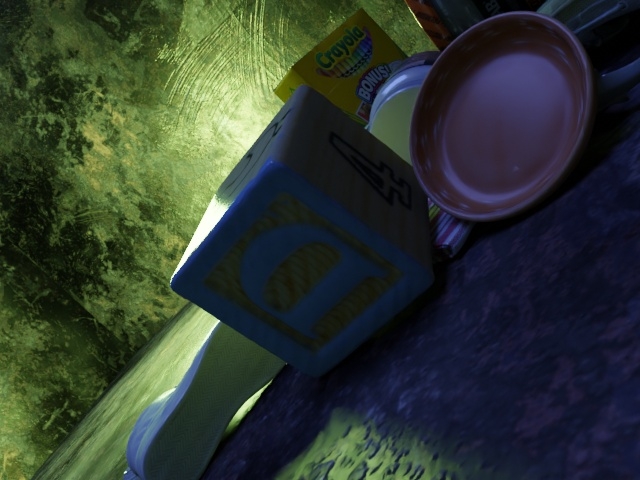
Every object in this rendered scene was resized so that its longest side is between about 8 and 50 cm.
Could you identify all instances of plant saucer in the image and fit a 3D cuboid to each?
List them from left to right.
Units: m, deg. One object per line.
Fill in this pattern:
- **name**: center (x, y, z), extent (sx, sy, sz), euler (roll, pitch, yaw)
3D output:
- **plant saucer**: center (0.171, -0.115, 0.581), extent (0.037, 0.200, 0.200), euler (8, -34, -40)

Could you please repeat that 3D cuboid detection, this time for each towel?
- **towel**: center (0.135, -0.021, 0.697), extent (0.144, 0.029, 0.197), euler (-49, 12, -23)

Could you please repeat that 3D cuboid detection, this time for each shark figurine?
- **shark figurine**: center (0.241, -0.169, 0.600), extent (0.166, 0.116, 0.278), euler (-46, 6, 5)

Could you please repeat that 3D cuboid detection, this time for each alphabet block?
- **alphabet block**: center (-0.010, -0.012, 0.645), extent (0.192, 0.193, 0.197), euler (-44, 19, 28)

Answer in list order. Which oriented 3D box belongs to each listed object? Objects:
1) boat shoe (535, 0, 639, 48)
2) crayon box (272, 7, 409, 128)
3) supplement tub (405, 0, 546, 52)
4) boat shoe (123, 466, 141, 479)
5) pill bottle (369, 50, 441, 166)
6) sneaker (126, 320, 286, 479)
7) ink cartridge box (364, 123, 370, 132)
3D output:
- **boat shoe**: center (0.347, -0.282, 0.685), extent (0.118, 0.103, 0.320), euler (-39, 3, -23)
- **crayon box**: center (0.108, -0.362, 1.478), extent (0.106, 0.313, 0.363), euler (-36, 13, 49)
- **supplement tub**: center (0.272, -0.404, 0.825), extent (0.316, 0.194, 0.194), euler (-32, 14, 28)
- **boat shoe**: center (-0.235, 0.283, 0.905), extent (0.184, 0.063, 0.066), euler (-47, 8, -14)
- **pill bottle**: center (0.160, -0.187, 0.902), extent (0.161, 0.161, 0.283), euler (-42, 9, 25)
- **sneaker**: center (-0.151, 0.187, 0.806), extent (0.292, 0.108, 0.169), euler (-51, 13, -29)
- **ink cartridge box**: center (0.068, -0.099, 1.042), extent (0.175, 0.127, 0.072), euler (-40, 11, 36)
